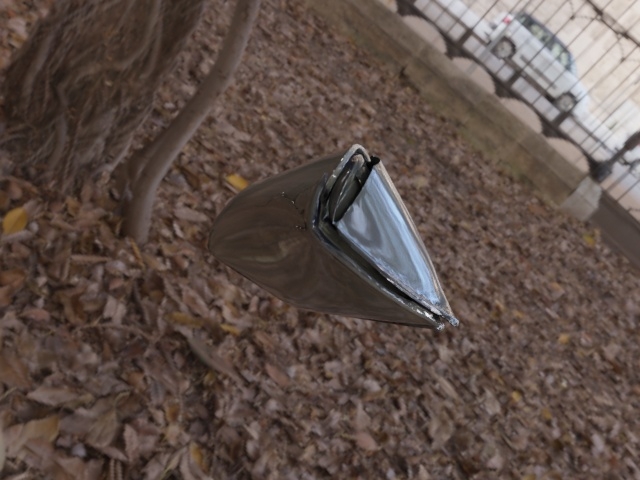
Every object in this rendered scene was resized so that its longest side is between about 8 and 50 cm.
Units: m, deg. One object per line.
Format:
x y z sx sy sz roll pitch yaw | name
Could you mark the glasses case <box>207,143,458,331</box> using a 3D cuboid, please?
0.001 0.002 0.557 0.128 0.083 0.308 44 -15 -14 | glasses case
